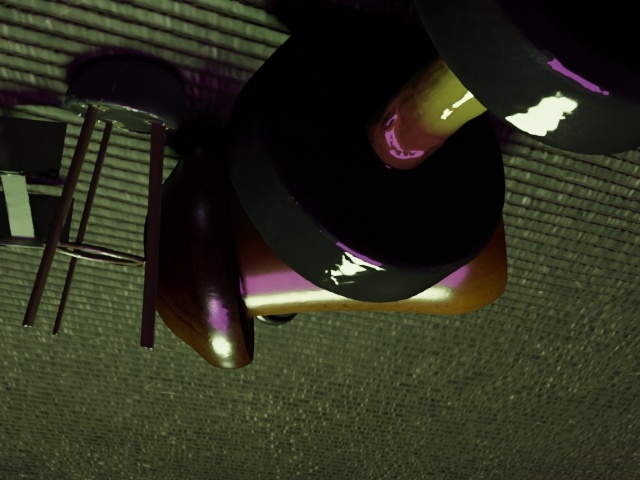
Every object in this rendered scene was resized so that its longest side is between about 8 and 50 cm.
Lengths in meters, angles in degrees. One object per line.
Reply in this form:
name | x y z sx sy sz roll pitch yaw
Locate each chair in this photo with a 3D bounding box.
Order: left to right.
chair | -0.172 -0.030 1.046 0.104 0.221 0.095 14 175 -29

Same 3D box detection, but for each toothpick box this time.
toothpick box | 0.000 0.000 1.122 0.294 0.192 0.192 -9 155 0

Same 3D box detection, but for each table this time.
table | -0.302 -0.049 1.127 0.175 0.062 0.146 5 155 -6

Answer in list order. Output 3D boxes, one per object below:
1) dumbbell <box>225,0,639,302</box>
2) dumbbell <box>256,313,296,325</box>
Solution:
dumbbell | 0.092 -0.105 0.861 0.203 0.204 0.322 11 152 -26
dumbbell | -0.080 0.044 1.305 0.208 0.099 0.099 -18 151 35
